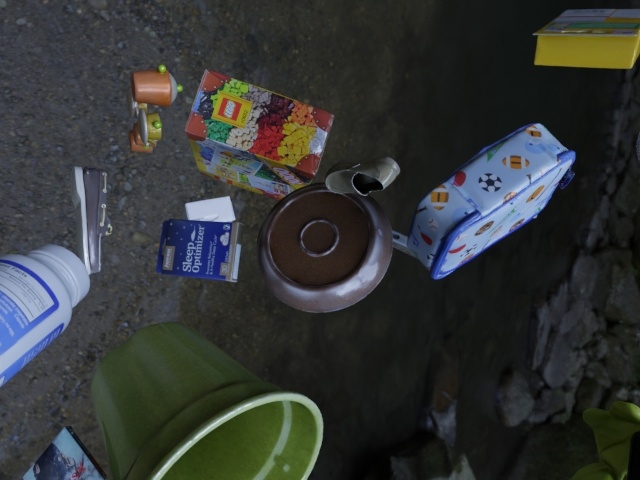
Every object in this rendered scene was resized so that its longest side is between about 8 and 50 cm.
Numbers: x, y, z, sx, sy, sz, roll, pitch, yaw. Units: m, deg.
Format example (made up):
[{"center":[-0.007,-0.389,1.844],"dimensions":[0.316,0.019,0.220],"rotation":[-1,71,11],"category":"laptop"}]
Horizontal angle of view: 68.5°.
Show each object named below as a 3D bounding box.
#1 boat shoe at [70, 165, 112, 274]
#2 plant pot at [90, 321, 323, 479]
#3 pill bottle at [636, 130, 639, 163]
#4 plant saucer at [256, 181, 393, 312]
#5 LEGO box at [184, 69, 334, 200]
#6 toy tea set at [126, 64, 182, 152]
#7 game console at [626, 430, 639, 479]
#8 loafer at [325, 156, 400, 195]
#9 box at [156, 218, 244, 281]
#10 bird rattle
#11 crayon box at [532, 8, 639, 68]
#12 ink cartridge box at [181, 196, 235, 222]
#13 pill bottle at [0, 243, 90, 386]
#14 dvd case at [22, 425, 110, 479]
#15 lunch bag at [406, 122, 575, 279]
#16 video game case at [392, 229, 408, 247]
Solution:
[{"center":[-0.668,-0.060,1.387],"dimensions":[0.097,0.117,0.323],"rotation":[-4,81,-38],"category":"boat shoe"},{"center":[-0.182,0.251,0.643],"dimensions":[0.276,0.254,0.275],"rotation":[-24,130,-33],"category":"plant pot"},{"center":[0.415,-0.108,0.467],"dimensions":[0.160,0.087,0.087],"rotation":[-17,117,-8],"category":"pill bottle"},{"center":[0.000,0.000,1.028],"dimensions":[0.050,0.311,0.310],"rotation":[59,50,-65],"category":"plant saucer"},{"center":[-0.201,-0.297,1.508],"dimensions":[0.373,0.500,0.193],"rotation":[17,82,-8],"category":"LEGO box"},{"center":[-0.457,-0.346,1.302],"dimensions":[0.125,0.336,0.199],"rotation":[-8,95,-27],"category":"toy tea set"},{"center":[0.347,0.243,0.423],"dimensions":[0.071,0.107,0.122],"rotation":[2,93,-35],"category":"game console"},{"center":[0.060,-0.104,0.783],"dimensions":[0.056,0.148,0.050],"rotation":[51,52,-27],"category":"loafer"},{"center":[-0.295,0.020,1.107],"dimensions":[0.036,0.226,0.136],"rotation":[23,72,-69],"category":"box"},{"center":[0.385,0.301,0.522],"dimensions":[0.254,0.207,0.143],"rotation":[35,94,-28],"category":"bird rattle"},{"center":[0.640,-0.475,1.104],"dimensions":[0.323,0.203,0.083],"rotation":[-39,135,-41],"category":"crayon box"},{"center":[-0.386,-0.085,1.600],"dimensions":[0.148,0.203,0.085],"rotation":[-12,89,-21],"category":"ink cartridge box"},{"center":[-0.462,0.112,0.668],"dimensions":[0.272,0.153,0.152],"rotation":[-67,151,-63],"category":"pill bottle"},{"center":[-0.335,0.323,0.625],"dimensions":[0.087,0.119,0.013],"rotation":[-51,156,-7],"category":"dvd case"},{"center":[0.306,-0.062,0.855],"dimensions":[0.304,0.115,0.243],"rotation":[-30,153,-13],"category":"lunch bag"},{"center":[0.192,0.003,1.163],"dimensions":[0.227,0.206,0.026],"rotation":[26,92,-57],"category":"video game case"}]
